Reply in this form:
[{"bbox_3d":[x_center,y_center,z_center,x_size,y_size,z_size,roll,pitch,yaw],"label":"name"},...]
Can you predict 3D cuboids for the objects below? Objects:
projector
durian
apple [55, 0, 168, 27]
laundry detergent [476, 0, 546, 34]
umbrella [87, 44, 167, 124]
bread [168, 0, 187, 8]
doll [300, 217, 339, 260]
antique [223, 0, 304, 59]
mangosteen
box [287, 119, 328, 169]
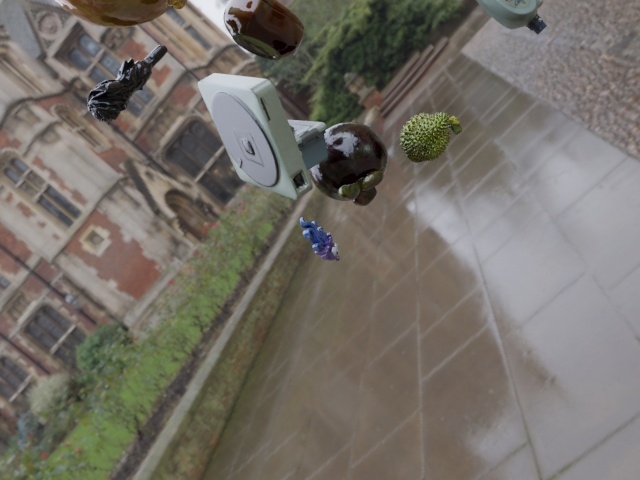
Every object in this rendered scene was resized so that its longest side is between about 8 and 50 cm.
[{"bbox_3d":[-0.137,-0.231,1.444,0.079,0.257,0.259,-36,33,-24],"label":"projector"},{"bbox_3d":[0.341,-0.337,2.163,0.198,0.146,0.159,-27,26,46],"label":"durian"},{"bbox_3d":[-0.574,-0.697,1.809,0.314,0.309,0.252,-7,-48,-55],"label":"apple"},{"bbox_3d":[0.657,-0.816,2.263,0.215,0.280,0.105,-51,1,-27],"label":"laundry detergent"},{"bbox_3d":[-0.583,-0.493,2.065,0.340,0.118,0.118,-54,9,-29],"label":"umbrella"},{"bbox_3d":[-0.514,-0.842,2.311,0.083,0.111,0.044,120,156,-51],"label":"bread"},{"bbox_3d":[0.000,0.000,2.161,0.067,0.206,0.110,-23,37,34],"label":"doll"},{"bbox_3d":[-0.158,-0.604,1.902,0.278,0.224,0.129,31,-103,-72],"label":"antique"},{"bbox_3d":[0.096,-0.250,2.226,0.288,0.288,0.288,-47,7,7],"label":"mangosteen"},{"bbox_3d":[-0.092,-0.282,1.976,0.162,0.130,0.227,-34,31,-31],"label":"box"}]
